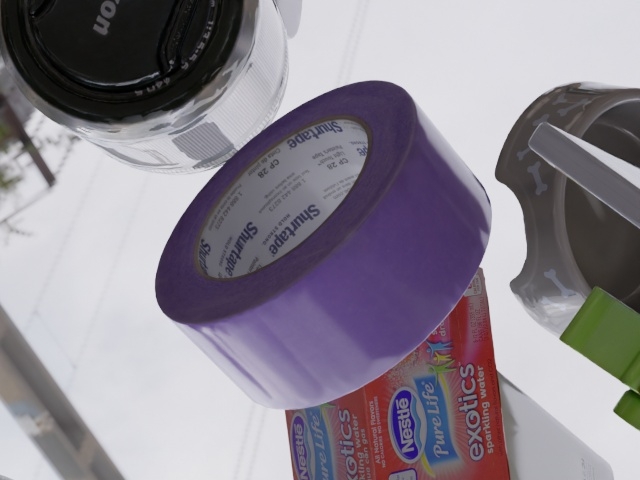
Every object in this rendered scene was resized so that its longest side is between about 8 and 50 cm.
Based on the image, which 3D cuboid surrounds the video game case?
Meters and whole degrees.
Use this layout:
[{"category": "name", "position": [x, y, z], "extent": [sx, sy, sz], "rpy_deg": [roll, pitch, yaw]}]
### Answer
[{"category": "video game case", "position": [0.286, -0.001, 1.001], "extent": [0.227, 0.206, 0.026], "rpy_deg": [44, -72, 38]}]

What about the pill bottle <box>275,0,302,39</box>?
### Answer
[{"category": "pill bottle", "position": [-0.172, -0.281, 1.498], "extent": [0.283, 0.160, 0.160], "rpy_deg": [-2, -139, 13]}]

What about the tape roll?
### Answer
[{"category": "tape roll", "position": [0.000, 0.000, 0.784], "extent": [0.189, 0.080, 0.189], "rpy_deg": [-31, -150, 20]}]

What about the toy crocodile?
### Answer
[{"category": "toy crocodile", "position": [0.362, 0.163, 1.178], "extent": [0.340, 0.105, 0.115], "rpy_deg": [40, -86, 8]}]

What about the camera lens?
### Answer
[{"category": "camera lens", "position": [-0.145, -0.177, 1.193], "extent": [0.219, 0.274, 0.219], "rpy_deg": [-1, -96, 7]}]

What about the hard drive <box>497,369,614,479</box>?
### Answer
[{"category": "hard drive", "position": [0.263, 0.296, 1.535], "extent": [0.040, 0.307, 0.203], "rpy_deg": [-20, -129, 29]}]

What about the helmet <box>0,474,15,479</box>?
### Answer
[{"category": "helmet", "position": [-0.174, 0.178, 0.606], "extent": [0.169, 0.169, 0.161], "rpy_deg": [-32, 180, -8]}]

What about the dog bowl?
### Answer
[{"category": "dog bowl", "position": [0.382, -0.037, 1.722], "extent": [0.349, 0.349, 0.102], "rpy_deg": [-47, -159, -26]}]

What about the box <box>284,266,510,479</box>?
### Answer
[{"category": "box", "position": [0.066, 0.181, 1.222], "extent": [0.154, 0.300, 0.142], "rpy_deg": [-8, 180, -33]}]
